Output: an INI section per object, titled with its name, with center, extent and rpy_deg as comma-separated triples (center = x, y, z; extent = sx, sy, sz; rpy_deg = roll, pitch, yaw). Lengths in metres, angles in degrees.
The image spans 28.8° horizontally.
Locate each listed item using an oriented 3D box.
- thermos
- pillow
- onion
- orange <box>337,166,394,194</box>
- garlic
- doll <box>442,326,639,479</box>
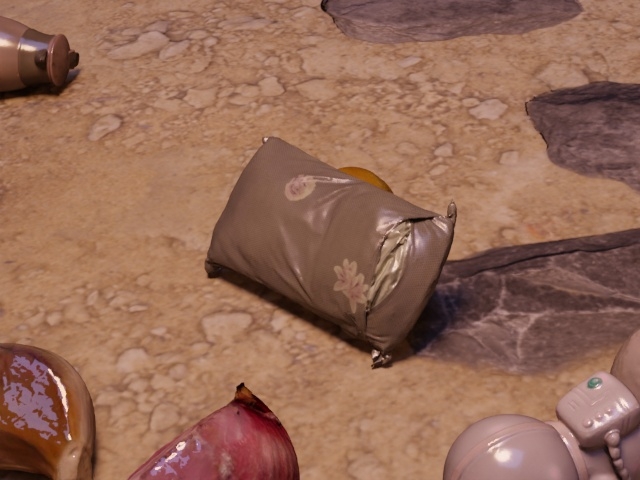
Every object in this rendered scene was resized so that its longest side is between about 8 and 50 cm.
[thermos]
center = -0.404, -0.236, 1.570
extent = 0.193, 0.105, 0.137
rpy_deg = 5, 7, 8
[pillow]
center = 0.000, 0.000, 1.168
extent = 0.255, 0.059, 0.169
rpy_deg = 24, 88, 34
[onion]
center = -0.125, 0.229, 0.869
extent = 0.283, 0.227, 0.120
rpy_deg = -39, 82, 7
[orange]
center = 0.036, -0.029, 1.243
extent = 0.085, 0.085, 0.095
rpy_deg = -17, 45, -16
[garlic]
center = -0.284, 0.151, 1.042
extent = 0.198, 0.090, 0.128
rpy_deg = 2, 49, 2
[doll]
center = 0.217, 0.149, 0.938
extent = 0.287, 0.151, 0.151
rpy_deg = -21, 39, -15
